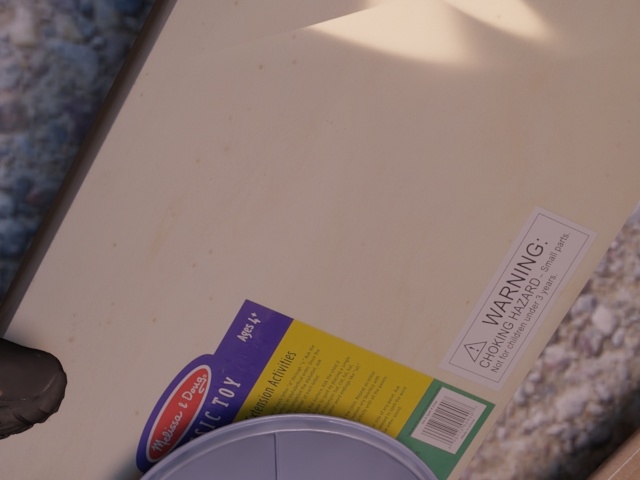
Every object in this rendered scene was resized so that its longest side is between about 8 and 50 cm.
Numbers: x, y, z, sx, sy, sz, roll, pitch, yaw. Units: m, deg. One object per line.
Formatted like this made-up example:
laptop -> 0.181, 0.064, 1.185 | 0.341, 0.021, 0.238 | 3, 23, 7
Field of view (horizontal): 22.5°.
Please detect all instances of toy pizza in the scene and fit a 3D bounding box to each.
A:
toy pizza -> -0.023, 0.178, 0.879 | 0.201, 0.032, 0.201 | -4, 115, -9

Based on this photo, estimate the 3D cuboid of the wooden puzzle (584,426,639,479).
wooden puzzle -> 0.300, 0.221, 1.046 | 0.348, 0.080, 0.322 | -43, 106, -19

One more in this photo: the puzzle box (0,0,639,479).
puzzle box -> 0.000, 0.000, 0.846 | 0.272, 0.052, 0.409 | 24, 109, -21

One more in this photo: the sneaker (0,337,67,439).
sneaker -> -0.260, 0.027, 0.776 | 0.286, 0.109, 0.130 | 12, 79, -1
